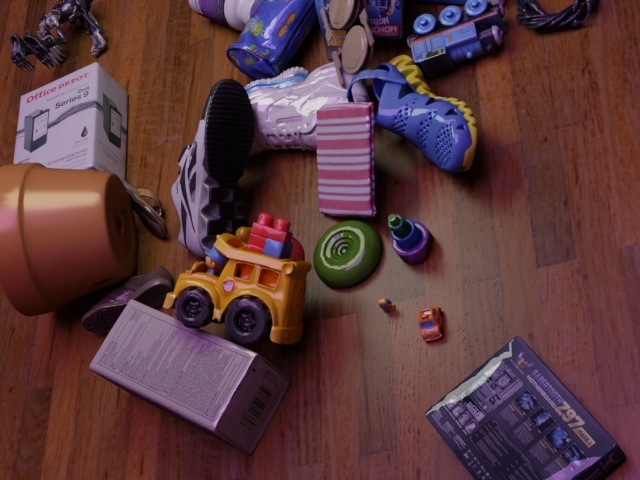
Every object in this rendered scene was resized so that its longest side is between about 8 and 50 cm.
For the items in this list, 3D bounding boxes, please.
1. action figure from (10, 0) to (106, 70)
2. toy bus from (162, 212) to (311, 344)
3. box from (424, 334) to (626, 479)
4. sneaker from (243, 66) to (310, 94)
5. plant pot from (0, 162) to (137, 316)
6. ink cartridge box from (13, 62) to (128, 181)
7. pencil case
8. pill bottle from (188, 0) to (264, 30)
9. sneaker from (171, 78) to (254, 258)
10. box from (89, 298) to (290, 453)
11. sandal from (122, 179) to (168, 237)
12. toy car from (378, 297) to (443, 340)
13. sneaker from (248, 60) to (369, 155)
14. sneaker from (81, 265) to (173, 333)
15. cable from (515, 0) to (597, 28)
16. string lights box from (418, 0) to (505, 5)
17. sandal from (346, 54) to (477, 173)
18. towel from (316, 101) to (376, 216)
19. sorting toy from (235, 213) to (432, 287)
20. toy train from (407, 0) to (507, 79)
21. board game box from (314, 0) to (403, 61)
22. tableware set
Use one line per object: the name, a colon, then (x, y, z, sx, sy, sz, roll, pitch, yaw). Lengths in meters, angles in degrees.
action figure: (-0.581, -0.470, 2.463, 0.164, 0.141, 0.275, -10, 30, 35)
toy bus: (-0.126, 0.054, 1.782, 0.220, 0.149, 0.211, 14, 96, 16)
box: (0.284, 0.273, 1.528, 0.183, 0.059, 0.232, -41, 48, 2)
sneaker: (-0.092, -0.276, 2.095, 0.162, 0.063, 0.073, -23, 55, 17)
plant pot: (-0.469, -0.014, 2.028, 0.203, 0.291, 0.291, -9, 56, 7)
ink cartridge box: (-0.522, -0.202, 2.261, 0.211, 0.121, 0.289, -20, 53, 18)
pencil case: (-0.058, -0.454, 2.148, 0.306, 0.119, 0.133, -57, 29, -10)
pill bottle: (-0.179, -0.498, 2.256, 0.193, 0.108, 0.108, 29, 78, 40)
sneaker: (-0.213, -0.133, 1.980, 0.146, 0.122, 0.330, 10, 94, 43)
box: (-0.222, 0.224, 1.816, 0.311, 0.121, 0.148, 20, 73, 38)
sandal: (-0.339, -0.072, 2.117, 0.049, 0.072, 0.180, -29, 43, -17)
toy car: (0.138, 0.124, 1.721, 0.122, 0.040, 0.060, 3, 63, 31)
sneaker: (-0.050, -0.220, 1.999, 0.305, 0.114, 0.152, -24, 51, 16)
sneaker: (-0.357, 0.111, 2.018, 0.188, 0.066, 0.071, -25, 35, 9)
cable: (0.420, -0.448, 1.920, 0.150, 0.047, 0.184, -7, 60, 33)
string lights box: (0.219, -0.511, 2.012, 0.260, 0.133, 0.077, 13, 63, 35)
sandal: (0.150, -0.209, 1.845, 0.138, 0.126, 0.317, -9, 35, -27)
towel: (0.047, -0.138, 1.868, 0.144, 0.029, 0.197, 7, 100, 53)
sorting toy: (0.000, 0.000, 1.826, 0.365, 0.126, 0.127, -8, 58, 27)
toy train: (0.246, -0.364, 1.946, 0.184, 0.080, 0.105, -16, 63, 18)
board game box: (0.070, -0.434, 2.038, 0.194, 0.060, 0.194, 8, 109, 24)
tableware set: (0.061, -0.382, 1.955, 0.128, 0.039, 0.194, -49, 45, 47)
